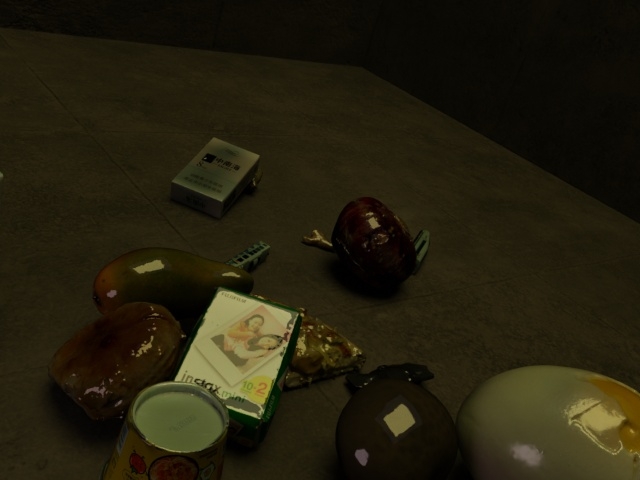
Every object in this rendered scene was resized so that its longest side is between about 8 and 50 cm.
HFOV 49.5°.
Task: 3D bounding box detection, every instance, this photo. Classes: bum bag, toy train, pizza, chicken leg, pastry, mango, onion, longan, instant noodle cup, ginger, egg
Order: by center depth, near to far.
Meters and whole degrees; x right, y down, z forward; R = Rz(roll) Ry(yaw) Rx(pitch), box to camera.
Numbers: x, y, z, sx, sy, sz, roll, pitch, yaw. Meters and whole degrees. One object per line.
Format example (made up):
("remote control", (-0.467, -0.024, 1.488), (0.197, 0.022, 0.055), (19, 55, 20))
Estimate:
("instant noodle cup", (-0.213, 0.299, 0.992), (0.182, 0.144, 0.182), (15, 26, -7))
("pastry", (-0.326, 0.190, 1.106), (0.218, 0.100, 0.229), (-21, 35, 5))
("longan", (0.118, 0.322, 1.116), (0.198, 0.198, 0.212), (33, 45, 29))
("egg", (0.392, 0.344, 1.132), (0.345, 0.283, 0.283), (21, 25, 25))
("mango", (-0.273, 0.086, 1.281), (0.289, 0.146, 0.129), (10, 39, -36))
("bum bag", (0.143, 0.277, 1.378), (0.197, 0.049, 0.087), (-4, 9, -37))
("pizza", (-0.073, 0.186, 1.378), (0.323, 0.089, 0.223), (25, 24, 15))
("toy train", (-0.185, 0.054, 1.609), (0.047, 0.043, 0.207), (30, 28, 16))
("onion", (0.133, 0.012, 1.729), (0.246, 0.190, 0.246), (42, 18, -17))
("ginger", (-0.001, 0.000, 1.851), (0.097, 0.030, 0.048), (15, 54, -1))
("toy train", (0.283, 0.021, 1.958), (0.048, 0.055, 0.252), (23, 27, 12))
("chicken leg", (-0.243, -0.170, 1.999), (0.178, 0.070, 0.093), (-13, 45, -35))

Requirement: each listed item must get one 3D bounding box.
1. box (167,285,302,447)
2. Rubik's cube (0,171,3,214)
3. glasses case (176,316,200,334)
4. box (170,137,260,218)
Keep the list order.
("box", (-0.144, 0.211, 1.184), (0.180, 0.103, 0.250), (17, 45, 2))
("Rubik's cube", (-0.708, 0.019, 1.069), (0.291, 0.291, 0.290), (21, 26, 4))
("glasses case", (-0.288, 0.122, 1.402), (0.196, 0.050, 0.083), (31, 31, 24))
("box", (-0.284, -0.175, 1.903), (0.155, 0.067, 0.243), (24, 43, 8))
